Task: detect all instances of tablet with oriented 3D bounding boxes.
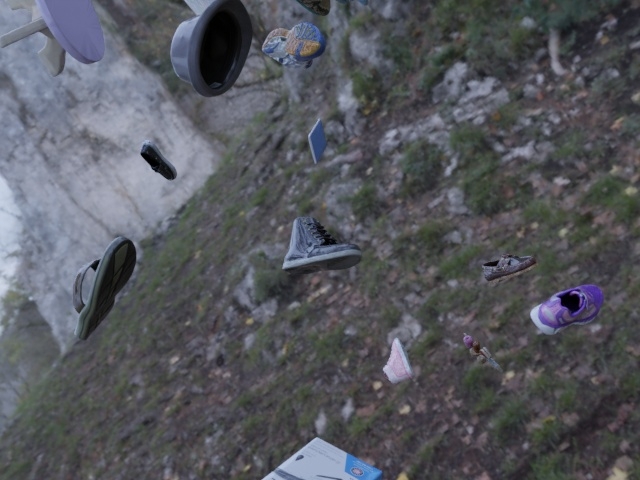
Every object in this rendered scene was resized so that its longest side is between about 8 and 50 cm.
[{"bbox_3d":[-0.005,-0.171,1.211,0.006,0.054,0.083,-5,29,18],"label":"tablet"}]

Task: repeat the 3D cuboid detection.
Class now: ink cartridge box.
[{"bbox_3d":[-0.021,0.658,1.763,0.223,0.128,0.307,19,27,33],"label":"ink cartridge box"}]

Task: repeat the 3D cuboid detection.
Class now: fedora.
[{"bbox_3d":[-0.306,-0.519,1.879,0.275,0.124,0.243,-69,-24,-13],"label":"fedora"}]

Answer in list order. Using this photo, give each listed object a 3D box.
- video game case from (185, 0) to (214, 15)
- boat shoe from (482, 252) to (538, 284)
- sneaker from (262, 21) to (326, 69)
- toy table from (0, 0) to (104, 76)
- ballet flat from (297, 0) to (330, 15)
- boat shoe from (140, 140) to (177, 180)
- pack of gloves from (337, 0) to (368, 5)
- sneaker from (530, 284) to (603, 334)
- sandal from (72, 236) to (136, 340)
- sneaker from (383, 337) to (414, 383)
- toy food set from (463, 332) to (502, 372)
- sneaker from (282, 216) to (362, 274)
[{"bbox_3d":[-0.375,-0.772,2.200,0.248,0.275,0.035,31,81,37],"label":"video game case"},{"bbox_3d":[0.540,0.075,2.033,0.073,0.073,0.207,-21,-5,-30],"label":"boat shoe"},{"bbox_3d":[-0.053,-0.584,2.148,0.296,0.131,0.111,26,85,54],"label":"sneaker"},{"bbox_3d":[-0.679,-0.556,1.760,0.161,0.274,0.252,-13,15,24],"label":"toy table"},{"bbox_3d":[-0.109,-0.965,2.399,0.182,0.483,0.164,-29,37,44],"label":"ballet flat"},{"bbox_3d":[-0.423,-0.198,1.821,0.049,0.142,0.040,-1,54,27],"label":"boat shoe"},{"bbox_3d":[0.114,-0.538,1.456,0.195,0.046,0.232,-27,6,18],"label":"pack of gloves"},{"bbox_3d":[0.639,0.157,1.758,0.237,0.095,0.104,-16,-31,-33],"label":"sneaker"},{"bbox_3d":[-0.466,0.100,1.439,0.302,0.086,0.120,-53,-1,39],"label":"sandal"},{"bbox_3d":[0.180,0.295,1.713,0.070,0.051,0.134,-30,31,11],"label":"sneaker"},{"bbox_3d":[0.326,0.231,1.454,0.019,0.078,0.122,-36,9,-4],"label":"toy food set"},{"bbox_3d":[0.000,0.000,1.474,0.083,0.118,0.222,17,-18,-40],"label":"sneaker"}]
